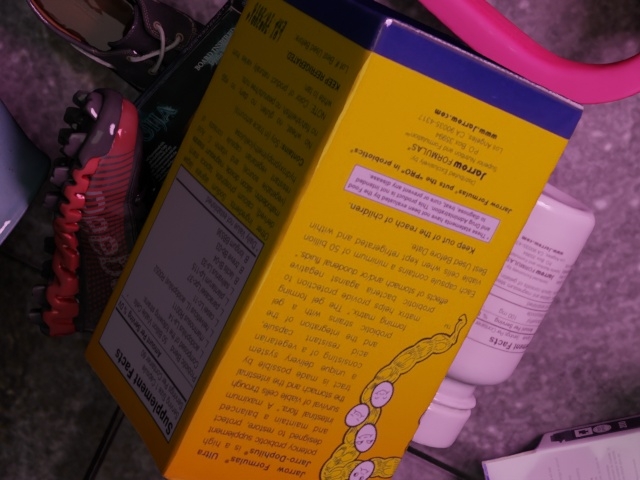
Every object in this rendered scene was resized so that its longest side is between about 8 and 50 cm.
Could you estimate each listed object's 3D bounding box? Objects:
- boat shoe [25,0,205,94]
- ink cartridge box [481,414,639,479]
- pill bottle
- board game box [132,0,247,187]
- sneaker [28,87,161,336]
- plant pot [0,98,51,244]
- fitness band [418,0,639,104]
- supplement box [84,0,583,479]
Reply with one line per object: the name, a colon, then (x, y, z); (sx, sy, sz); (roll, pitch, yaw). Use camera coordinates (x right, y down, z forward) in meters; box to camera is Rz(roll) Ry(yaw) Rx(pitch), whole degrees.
boat shoe: (-0.147, -0.163, 1.147); (0.233, 0.079, 0.084); (33, 100, -4)
ink cartridge box: (0.264, 0.262, 1.198); (0.208, 0.045, 0.206); (-12, 99, 7)
pill bottle: (0.118, 0.049, 1.130); (0.131, 0.131, 0.229); (27, 102, 0)
board game box: (-0.084, -0.101, 1.133); (0.126, 0.026, 0.186); (37, 119, -21)
sneaker: (-0.162, -0.014, 1.125); (0.135, 0.097, 0.276); (11, 137, -7)
plant pot: (-0.373, -0.072, 1.107); (0.255, 0.271, 0.271); (40, 102, -18)
fitness band: (0.175, -0.237, 1.068); (0.291, 0.054, 0.209); (43, 121, 10)
supplement box: (0.000, 0.000, 1.028); (0.195, 0.194, 0.356); (19, 104, -34)
